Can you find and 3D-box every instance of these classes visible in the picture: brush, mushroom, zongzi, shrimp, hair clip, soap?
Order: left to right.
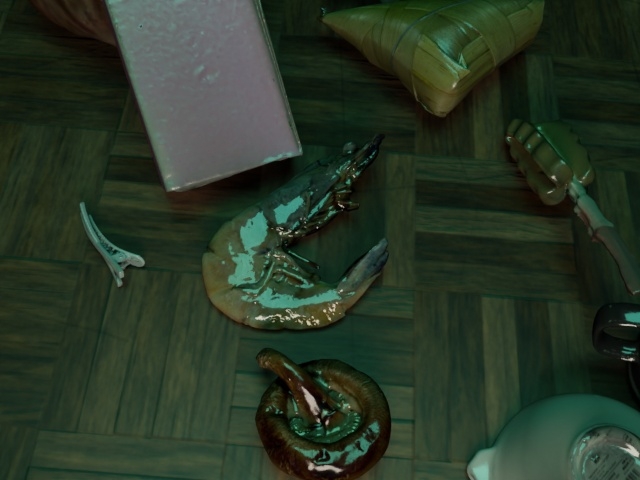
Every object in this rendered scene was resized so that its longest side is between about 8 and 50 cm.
[{"bbox_3d":[-0.255,0.000,0.878,0.039,0.030,0.115,-25,65,-37],"label":"hair clip"},{"bbox_3d":[-0.142,-0.203,0.892,0.181,0.081,0.259,-19,101,-12],"label":"soap"},{"bbox_3d":[-0.008,0.175,0.760,0.135,0.080,0.170,-31,65,-32],"label":"mushroom"},{"bbox_3d":[0.000,-0.003,0.868,0.289,0.075,0.178,-37,76,-21],"label":"shrimp"},{"bbox_3d":[0.155,-0.307,1.033,0.256,0.115,0.228,36,61,28],"label":"zongzi"},{"bbox_3d":[0.311,-0.051,0.874,0.084,0.071,0.301,-6,45,-10],"label":"brush"}]

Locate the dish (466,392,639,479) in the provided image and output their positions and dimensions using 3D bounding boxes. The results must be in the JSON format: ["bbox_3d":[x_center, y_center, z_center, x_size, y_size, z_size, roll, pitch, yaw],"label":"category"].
[{"bbox_3d":[0.284,0.250,0.725,0.236,0.086,0.227,-12,62,-9],"label":"dish"}]

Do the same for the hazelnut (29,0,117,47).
[{"bbox_3d":[-0.267,-0.446,0.986,0.372,0.315,0.372,0,89,15],"label":"hazelnut"}]

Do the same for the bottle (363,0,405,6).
[{"bbox_3d":[0.122,-0.390,1.099,0.053,0.053,0.140,36,65,17],"label":"bottle"}]

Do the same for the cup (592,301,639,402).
[{"bbox_3d":[0.391,0.111,0.758,0.223,0.176,0.169,10,63,8],"label":"cup"}]
